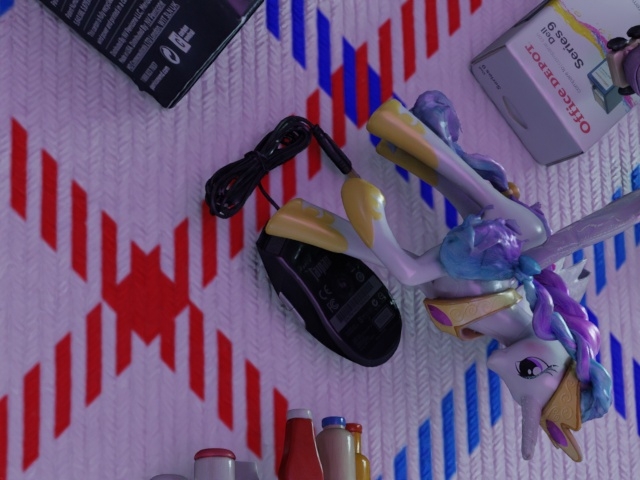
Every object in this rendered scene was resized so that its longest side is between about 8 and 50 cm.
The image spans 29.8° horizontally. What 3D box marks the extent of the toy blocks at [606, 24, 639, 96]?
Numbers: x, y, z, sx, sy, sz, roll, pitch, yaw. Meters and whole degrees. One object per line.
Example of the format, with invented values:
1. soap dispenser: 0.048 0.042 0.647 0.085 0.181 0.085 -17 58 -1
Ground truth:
1. toy blocks: 0.521 -0.117 1.294 0.288 0.260 0.309 -32 118 -17

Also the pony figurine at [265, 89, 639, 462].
1. pony figurine: 0.183 0.013 1.190 0.363 0.303 0.351 42 49 13

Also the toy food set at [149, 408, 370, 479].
1. toy food set: -0.048 0.217 1.162 0.232 0.111 0.105 7 66 -20

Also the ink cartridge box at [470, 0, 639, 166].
1. ink cartridge box: 0.300 -0.209 1.379 0.212 0.093 0.154 -40 97 -20

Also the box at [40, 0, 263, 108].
1. box: -0.154 -0.475 1.139 0.471 0.297 0.480 39 69 -9

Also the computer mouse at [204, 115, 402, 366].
1. computer mouse: 0.000 0.000 1.249 0.262 0.060 0.184 48 51 -11
